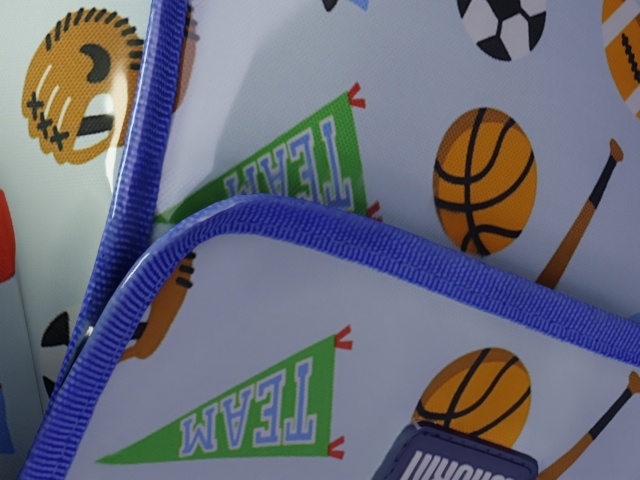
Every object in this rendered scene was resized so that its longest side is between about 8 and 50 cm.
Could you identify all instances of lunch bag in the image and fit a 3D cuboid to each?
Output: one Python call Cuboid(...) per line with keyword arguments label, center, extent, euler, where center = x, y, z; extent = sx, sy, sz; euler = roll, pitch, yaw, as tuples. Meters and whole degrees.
Cuboid(label="lunch bag", center=(0.000, 0.000, 0.655), extent=(0.328, 0.239, 0.385), euler=(20, 72, -39))
